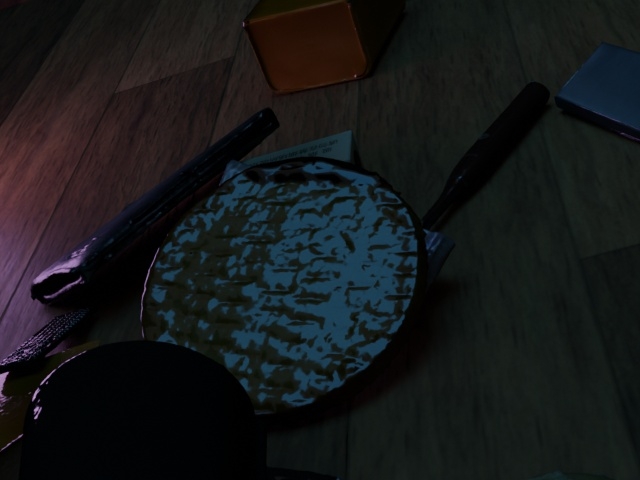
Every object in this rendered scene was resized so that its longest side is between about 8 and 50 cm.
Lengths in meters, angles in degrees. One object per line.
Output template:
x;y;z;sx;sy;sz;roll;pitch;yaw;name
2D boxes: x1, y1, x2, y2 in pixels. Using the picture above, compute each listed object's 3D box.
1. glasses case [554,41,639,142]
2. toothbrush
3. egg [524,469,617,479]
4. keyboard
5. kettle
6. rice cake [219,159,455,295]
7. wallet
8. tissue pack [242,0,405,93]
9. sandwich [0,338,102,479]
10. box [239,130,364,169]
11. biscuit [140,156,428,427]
0.403;-0.164;1.422;0.105;0.056;0.266;-49;31;-1;glasses case
0.195;-0.098;1.450;0.041;0.041;0.364;3;36;39;toothbrush
0.150;0.238;0.753;0.201;0.164;0.164;-36;31;-30;egg
-0.326;0.117;1.393;0.061;0.013;0.204;-17;10;12;keyboard
-0.117;0.259;0.919;0.203;0.262;0.308;-52;24;20;kettle
-0.002;0.001;1.294;0.298;0.050;0.106;21;68;29;rice cake
-0.220;-0.049;1.584;0.379;0.046;0.191;-41;9;-31;wallet
0.019;-0.379;1.969;0.194;0.145;0.274;-10;30;25;tissue pack
-0.285;0.184;1.260;0.162;0.058;0.193;-19;25;3;sandwich
-0.032;-0.037;1.468;0.164;0.069;0.256;-15;28;12;box
-0.040;0.048;1.223;0.318;0.040;0.317;-11;55;16;biscuit
